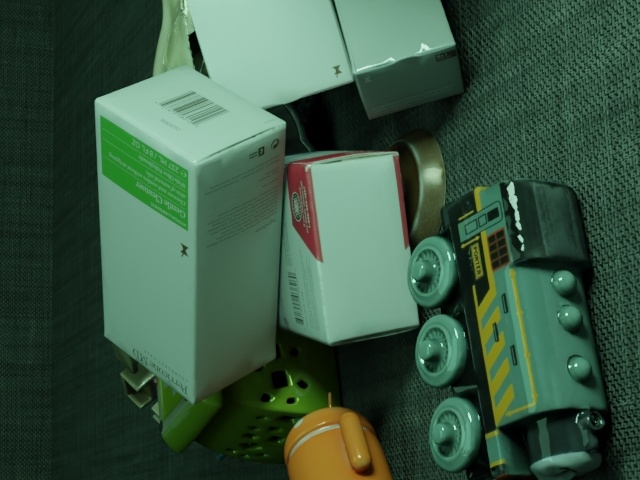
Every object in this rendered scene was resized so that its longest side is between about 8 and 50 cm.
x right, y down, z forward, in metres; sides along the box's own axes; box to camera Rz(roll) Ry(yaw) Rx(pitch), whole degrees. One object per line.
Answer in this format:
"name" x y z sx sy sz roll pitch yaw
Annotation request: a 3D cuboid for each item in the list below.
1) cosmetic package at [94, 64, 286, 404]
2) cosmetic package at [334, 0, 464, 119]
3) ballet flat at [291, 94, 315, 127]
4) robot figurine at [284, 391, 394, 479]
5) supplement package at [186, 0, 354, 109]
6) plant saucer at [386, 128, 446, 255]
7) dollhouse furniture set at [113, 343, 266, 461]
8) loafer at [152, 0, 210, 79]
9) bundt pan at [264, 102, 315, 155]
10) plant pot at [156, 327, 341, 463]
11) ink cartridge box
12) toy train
"cosmetic package" -0.161 -0.006 1.806 0.197 0.155 0.366 31 132 34
"cosmetic package" 0.083 -0.275 1.735 0.107 0.127 0.238 67 -170 -59
"ballet flat" -0.060 -0.151 2.154 0.188 0.070 0.070 116 148 -45
"robot figurine" 0.025 0.302 1.818 0.158 0.128 0.219 55 -169 -46
"supplement package" -0.071 -0.293 1.901 0.293 0.177 0.175 -103 -4 -71
"plant saucer" 0.106 -0.056 1.806 0.168 0.029 0.169 -178 90 -66
"dollhouse furniture set" -0.167 0.214 2.366 0.303 0.198 0.286 40 154 25
"loafer" -0.176 -0.333 2.111 0.092 0.102 0.269 11 99 31
"bundt pan" -0.131 -0.071 2.132 0.331 0.124 0.331 32 129 50
"plant pot" -0.116 0.182 2.068 0.227 0.207 0.228 129 139 -55
"ink cartridge box" 0.000 0.000 1.851 0.306 0.131 0.226 -167 68 -71
"toy train" 0.193 0.097 1.457 0.190 0.142 0.334 -34 55 50
